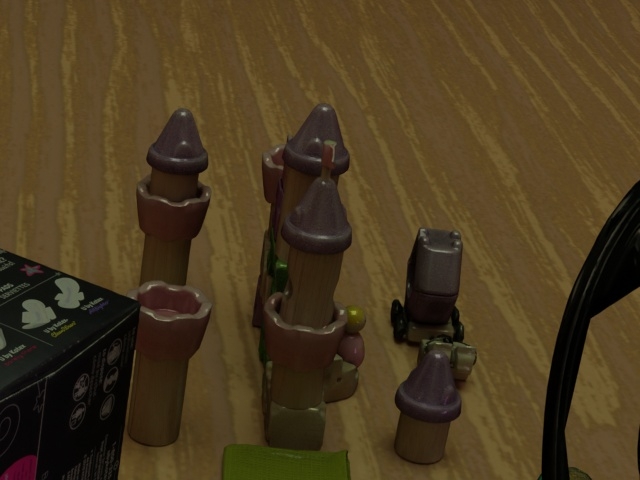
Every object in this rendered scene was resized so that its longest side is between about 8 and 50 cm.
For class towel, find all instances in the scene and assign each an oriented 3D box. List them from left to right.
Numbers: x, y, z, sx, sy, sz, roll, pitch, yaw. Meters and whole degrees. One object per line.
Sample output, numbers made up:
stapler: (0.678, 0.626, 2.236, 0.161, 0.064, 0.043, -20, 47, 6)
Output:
towel: (-0.023, 0.213, 1.244, 0.102, 0.021, 0.237, 8, 24, -5)

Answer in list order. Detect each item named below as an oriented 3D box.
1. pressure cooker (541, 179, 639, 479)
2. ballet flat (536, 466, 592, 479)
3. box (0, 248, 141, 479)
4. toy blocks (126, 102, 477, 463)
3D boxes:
pressure cooker: (0.336, 0.121, 0.975, 0.420, 0.376, 0.370, 2, 40, 2)
ballet flat: (0.129, 0.255, 1.109, 0.123, 0.123, 0.348, 19, 26, 21)
box: (-0.218, 0.147, 1.041, 0.142, 0.247, 0.163, 20, 26, 19)
toy blocks: (0.000, 0.000, 1.426, 0.308, 0.260, 0.288, 6, 24, -7)
